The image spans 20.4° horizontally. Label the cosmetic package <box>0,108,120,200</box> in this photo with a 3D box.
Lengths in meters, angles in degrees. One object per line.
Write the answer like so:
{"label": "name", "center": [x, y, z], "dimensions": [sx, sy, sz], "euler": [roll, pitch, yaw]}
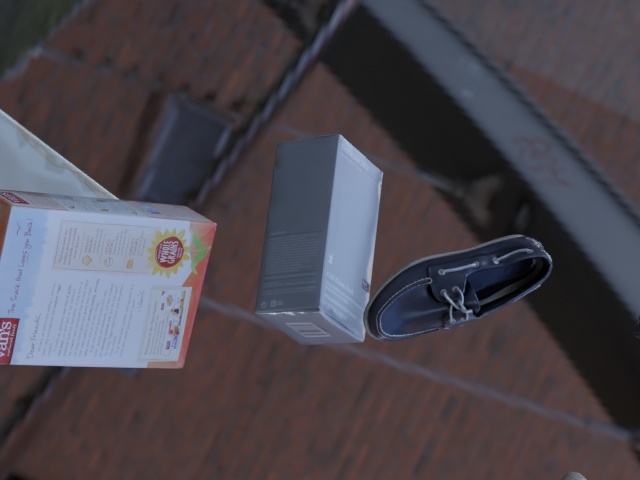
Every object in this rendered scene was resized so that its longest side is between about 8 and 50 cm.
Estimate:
{"label": "cosmetic package", "center": [-0.372, -0.091, 1.951], "dimensions": [0.113, 0.160, 0.309], "euler": [-53, 140, -4]}

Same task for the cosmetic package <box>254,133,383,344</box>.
{"label": "cosmetic package", "center": [0.000, 0.000, 2.226], "dimensions": [0.127, 0.107, 0.238], "euler": [35, 57, -53]}

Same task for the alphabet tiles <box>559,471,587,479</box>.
{"label": "alphabet tiles", "center": [0.319, 0.368, 1.795], "dimensions": [0.021, 0.284, 0.278], "euler": [-33, 163, -35]}

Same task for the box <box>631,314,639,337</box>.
{"label": "box", "center": [0.442, 0.057, 1.908], "dimensions": [0.093, 0.158, 0.156], "euler": [152, -40, -82]}

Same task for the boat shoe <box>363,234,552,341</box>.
{"label": "boat shoe", "center": [0.142, 0.050, 1.821], "dimensions": [0.206, 0.075, 0.065], "euler": [-22, -163, -13]}

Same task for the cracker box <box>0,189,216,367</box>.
{"label": "cracker box", "center": [-0.226, 0.039, 1.722], "dimensions": [0.232, 0.067, 0.156], "euler": [5, 105, -39]}
